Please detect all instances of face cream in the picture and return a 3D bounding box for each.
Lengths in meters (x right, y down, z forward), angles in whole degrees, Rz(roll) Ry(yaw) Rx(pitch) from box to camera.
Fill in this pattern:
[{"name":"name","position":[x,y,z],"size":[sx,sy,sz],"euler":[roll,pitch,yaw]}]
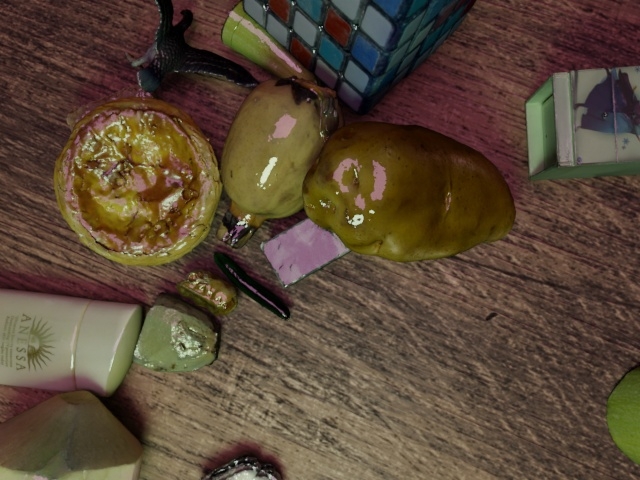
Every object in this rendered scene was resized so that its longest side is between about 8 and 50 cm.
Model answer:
[{"name":"face cream","position":[-0.501,0.183,0.862],"size":[0.349,0.081,0.173],"euler":[6,89,5]}]

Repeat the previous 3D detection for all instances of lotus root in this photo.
[{"name":"lotus root","position":[-0.079,-0.122,0.790],"size":[0.183,0.183,0.309],"euler":[31,107,5]},{"name":"lotus root","position":[-0.252,0.173,0.847],"size":[0.144,0.070,0.143],"euler":[11,89,5]}]

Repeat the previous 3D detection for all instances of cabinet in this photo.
[{"name":"cabinet","position":[0.459,-0.183,0.762],"size":[0.206,0.150,0.144],"euler":[-3,88,5]}]

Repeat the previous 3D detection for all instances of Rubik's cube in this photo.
[{"name":"Rubik's cube","position":[0.079,-0.423,0.699],"size":[0.293,0.287,0.292],"euler":[42,72,4]}]

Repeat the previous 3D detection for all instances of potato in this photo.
[{"name":"potato","position":[0.155,-0.070,0.740],"size":[0.369,0.176,0.195],"euler":[4,56,-24]}]

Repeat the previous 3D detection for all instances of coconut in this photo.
[{"name":"coconut","position":[-0.427,0.372,0.773],"size":[0.259,0.259,0.259],"euler":[0,88,5]}]

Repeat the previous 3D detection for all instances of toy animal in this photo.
[{"name":"toy animal","position":[-0.269,-0.353,0.831],"size":[0.160,0.272,0.197],"euler":[-38,46,7]}]

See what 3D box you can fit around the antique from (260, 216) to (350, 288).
[{"name":"antique","position":[0.000,0.000,0.825],"size":[0.183,0.086,0.088],"euler":[-29,87,3]}]

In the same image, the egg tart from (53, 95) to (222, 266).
[{"name":"egg tart","position":[-0.307,-0.100,0.837],"size":[0.291,0.115,0.290],"euler":[0,95,-2]}]

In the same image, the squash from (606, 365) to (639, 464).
[{"name":"squash","position":[0.607,0.288,0.771],"size":[0.220,0.133,0.220],"euler":[2,78,-8]}]

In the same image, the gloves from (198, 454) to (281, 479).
[{"name":"gloves","position":[-0.143,0.438,0.830],"size":[0.153,0.070,0.114],"euler":[-19,78,-3]}]

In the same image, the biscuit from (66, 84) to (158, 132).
[{"name":"biscuit","position":[-0.376,-0.232,0.874],"size":[0.169,0.070,0.082],"euler":[-21,94,0]}]

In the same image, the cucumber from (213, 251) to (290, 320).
[{"name":"cucumber","position":[-0.126,0.084,0.860],"size":[0.184,0.033,0.036],"euler":[39,116,5]}]

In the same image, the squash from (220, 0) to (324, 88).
[{"name":"squash","position":[-0.072,-0.322,0.848],"size":[0.224,0.094,0.094],"euler":[42,92,-1]}]

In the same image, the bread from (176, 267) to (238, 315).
[{"name":"bread","position":[-0.198,0.092,0.852],"size":[0.110,0.060,0.066],"euler":[30,106,6]}]
